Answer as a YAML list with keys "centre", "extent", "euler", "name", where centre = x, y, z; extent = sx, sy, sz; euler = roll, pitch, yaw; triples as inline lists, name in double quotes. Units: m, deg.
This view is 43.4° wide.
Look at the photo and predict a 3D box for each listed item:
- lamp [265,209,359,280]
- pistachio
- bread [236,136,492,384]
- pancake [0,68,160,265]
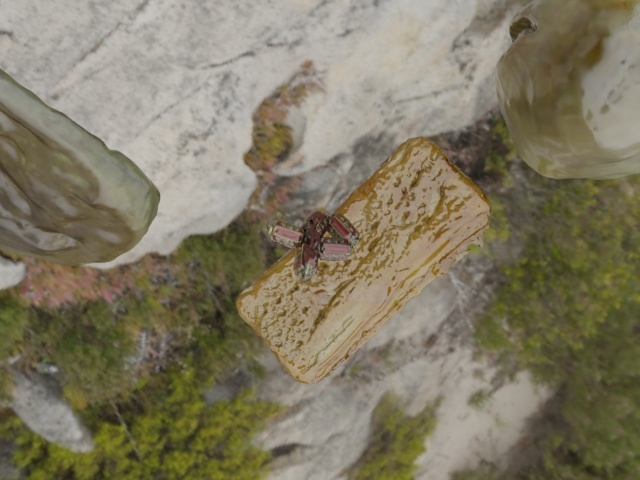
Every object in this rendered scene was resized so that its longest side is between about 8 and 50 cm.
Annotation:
- centre: [0.000, 0.000, 0.684]
  extent: [0.083, 0.063, 0.031]
  euler: [-14, 147, -43]
  name: "lamp"
- centre: [0.262, -0.146, 0.744]
  extent: [0.166, 0.197, 0.288]
  euler: [-67, 162, -2]
  name: "pistachio"
- centre: [0.049, 0.023, 0.825]
  extent: [0.271, 0.139, 0.077]
  euler: [-45, 171, 5]
  name: "bread"
- centre: [-0.219, -0.050, 0.496]
  extent: [0.242, 0.241, 0.050]
  euler: [63, 39, -51]
  name: "pancake"
